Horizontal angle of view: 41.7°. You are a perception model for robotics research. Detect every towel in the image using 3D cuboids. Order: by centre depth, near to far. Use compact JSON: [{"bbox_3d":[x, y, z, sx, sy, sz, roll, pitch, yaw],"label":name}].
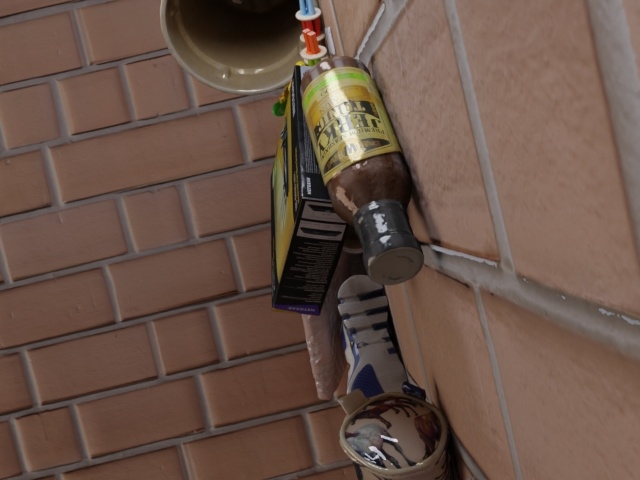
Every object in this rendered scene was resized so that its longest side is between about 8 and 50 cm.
[{"bbox_3d":[0.041,0.143,1.911,0.317,0.053,0.332,-61,-30,-45],"label":"towel"}]

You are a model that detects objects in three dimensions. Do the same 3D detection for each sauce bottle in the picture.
[{"bbox_3d":[0.055,-0.097,1.076,0.111,0.111,0.344,79,175,-50],"label":"sauce bottle"}]

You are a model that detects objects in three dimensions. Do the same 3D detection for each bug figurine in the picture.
[{"bbox_3d":[-0.076,-0.406,2.065,0.216,0.072,0.279,-43,-59,-53],"label":"bug figurine"}]

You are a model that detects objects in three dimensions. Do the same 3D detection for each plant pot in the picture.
[{"bbox_3d":[-0.160,-0.541,1.848,0.306,0.333,0.334,-87,-11,-51],"label":"plant pot"}]

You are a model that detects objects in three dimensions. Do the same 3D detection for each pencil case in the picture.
[{"bbox_3d":[0.135,0.415,1.360,0.183,0.159,0.410,50,159,46],"label":"pencil case"}]

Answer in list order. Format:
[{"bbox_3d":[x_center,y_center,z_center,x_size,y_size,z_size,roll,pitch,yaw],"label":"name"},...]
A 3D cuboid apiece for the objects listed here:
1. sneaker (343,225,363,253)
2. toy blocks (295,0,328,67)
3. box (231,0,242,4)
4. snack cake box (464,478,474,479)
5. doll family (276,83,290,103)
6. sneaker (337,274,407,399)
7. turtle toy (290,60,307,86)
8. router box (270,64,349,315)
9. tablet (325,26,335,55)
[{"bbox_3d":[0.054,-0.053,1.454,0.153,0.099,0.282,84,179,-47],"label":"sneaker"},{"bbox_3d":[-0.018,-0.410,1.673,0.123,0.054,0.148,-93,-7,-50],"label":"toy blocks"},{"bbox_3d":[-0.209,-0.622,2.053,0.058,0.322,0.232,41,150,47],"label":"box"},{"bbox_3d":[0.091,0.401,1.037,0.152,0.264,0.089,-110,8,-74],"label":"snack cake box"},{"bbox_3d":[-0.069,-0.403,2.340,0.263,0.118,0.163,96,161,-83],"label":"doll family"},{"bbox_3d":[0.109,0.238,1.780,0.182,0.127,0.316,68,-165,-79],"label":"sneaker"},{"bbox_3d":[-0.011,-0.314,1.765,0.130,0.066,0.095,24,-157,-43],"label":"turtle toy"},{"bbox_3d":[-0.020,-0.080,1.289,0.309,0.080,0.243,-94,14,-44],"label":"router box"},{"bbox_3d":[0.018,-0.387,1.631,0.083,0.006,0.054,-113,11,-76],"label":"tablet"}]
